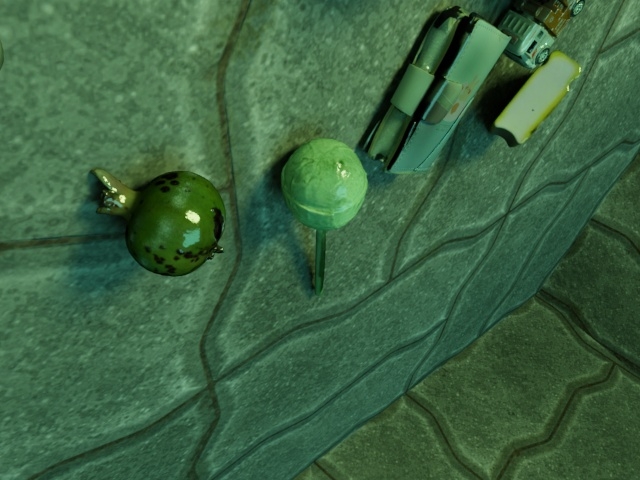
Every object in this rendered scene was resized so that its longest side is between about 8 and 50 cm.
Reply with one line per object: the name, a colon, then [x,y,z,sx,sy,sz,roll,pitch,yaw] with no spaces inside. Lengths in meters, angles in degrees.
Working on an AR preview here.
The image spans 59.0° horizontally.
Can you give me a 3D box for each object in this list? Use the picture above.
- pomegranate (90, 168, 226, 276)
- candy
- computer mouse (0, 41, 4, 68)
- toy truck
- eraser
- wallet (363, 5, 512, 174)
pomegranate: [-0.176,-0.026,0.613,0.161,0.122,0.122,27,110,-22]
candy: [0.000,0.000,0.902,0.119,0.119,0.440,-35,158,-19]
computer mouse: [-0.280,-0.123,0.401,0.110,0.032,0.056,-27,147,-32]
toy truck: [0.343,-0.369,0.881,0.115,0.080,0.178,4,125,-50]
eraser: [0.386,-0.250,1.036,0.158,0.069,0.226,-51,174,15]
wallet: [0.180,-0.218,0.863,0.176,0.075,0.250,-9,135,-54]
